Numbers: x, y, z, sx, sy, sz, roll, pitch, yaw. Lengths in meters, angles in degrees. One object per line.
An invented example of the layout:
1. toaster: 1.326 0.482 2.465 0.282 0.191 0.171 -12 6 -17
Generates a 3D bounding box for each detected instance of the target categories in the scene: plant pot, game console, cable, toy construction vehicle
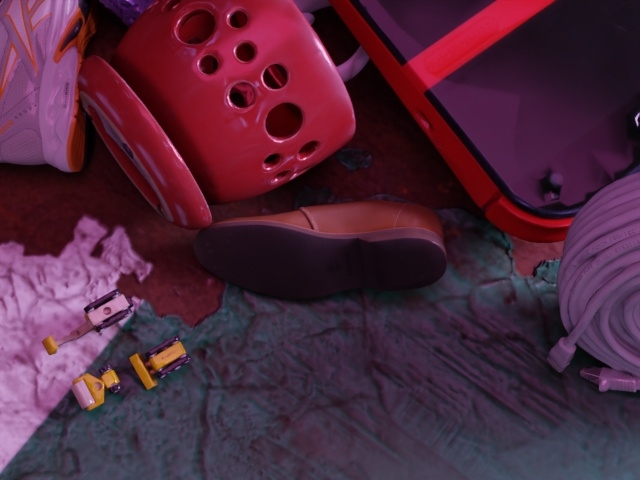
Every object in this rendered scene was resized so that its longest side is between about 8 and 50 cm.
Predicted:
1. plant pot: -0.092 -0.115 1.355 0.174 0.191 0.191 -36 75 -9
2. game console: 0.224 -0.221 1.388 0.386 0.060 0.342 -35 83 -13
3. cable: 0.314 0.035 1.277 0.257 0.257 0.089 8 58 6
4. toy construction vehicle: -0.169 0.091 1.358 0.098 0.035 0.086 -32 85 -10

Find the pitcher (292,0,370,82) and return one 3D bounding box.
1. pitcher: 0.030 -0.246 1.441 0.207 0.125 0.178 -37 71 -6

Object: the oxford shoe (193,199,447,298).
1. oxford shoe: 0.000 0.000 1.388 0.212 0.076 0.076 2 39 2

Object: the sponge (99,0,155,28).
1. sponge: -0.162 -0.291 1.455 0.031 0.117 0.210 -7 67 27

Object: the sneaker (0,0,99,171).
1. sneaker: -0.259 -0.186 1.425 0.121 0.099 0.262 -1 68 2
